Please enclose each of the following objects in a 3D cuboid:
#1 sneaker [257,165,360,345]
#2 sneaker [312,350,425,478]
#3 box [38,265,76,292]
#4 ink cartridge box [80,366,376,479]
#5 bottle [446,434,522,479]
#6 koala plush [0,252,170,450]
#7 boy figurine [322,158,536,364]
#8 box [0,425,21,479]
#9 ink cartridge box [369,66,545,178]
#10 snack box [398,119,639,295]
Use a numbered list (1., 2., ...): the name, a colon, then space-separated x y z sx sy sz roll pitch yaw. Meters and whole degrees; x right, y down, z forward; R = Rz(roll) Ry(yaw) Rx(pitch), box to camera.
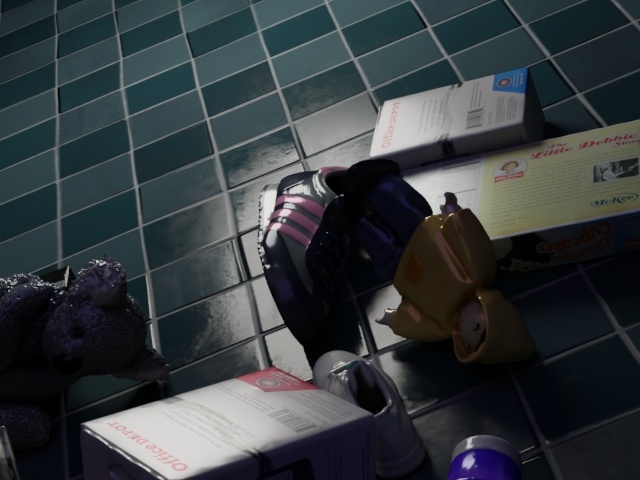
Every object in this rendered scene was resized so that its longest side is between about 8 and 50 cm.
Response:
1. sneaker: 0.000 0.000 1.745 0.131 0.112 0.319 -21 32 10
2. sneaker: 0.042 0.153 1.499 0.080 0.094 0.212 -30 31 -9
3. box: -0.334 0.087 1.863 0.062 0.083 0.052 -19 32 7
4. ink cartridge box: -0.089 0.217 1.402 0.237 0.100 0.172 -14 21 -36
5. bottle: 0.129 0.287 1.236 0.118 0.092 0.283 -11 33 19
6. koala plush: -0.298 0.111 1.709 0.221 0.196 0.203 -14 22 23
7. boy figurine: 0.119 0.041 1.573 0.092 0.177 0.285 1 41 -45
8. box: -0.462 0.340 1.371 0.394 0.097 0.318 -8 35 -19
9. ink cartridge box: 0.177 -0.132 1.853 0.203 0.086 0.148 -12 32 20
10. snack box: 0.245 -0.041 1.693 0.321 0.060 0.187 -12 34 20
